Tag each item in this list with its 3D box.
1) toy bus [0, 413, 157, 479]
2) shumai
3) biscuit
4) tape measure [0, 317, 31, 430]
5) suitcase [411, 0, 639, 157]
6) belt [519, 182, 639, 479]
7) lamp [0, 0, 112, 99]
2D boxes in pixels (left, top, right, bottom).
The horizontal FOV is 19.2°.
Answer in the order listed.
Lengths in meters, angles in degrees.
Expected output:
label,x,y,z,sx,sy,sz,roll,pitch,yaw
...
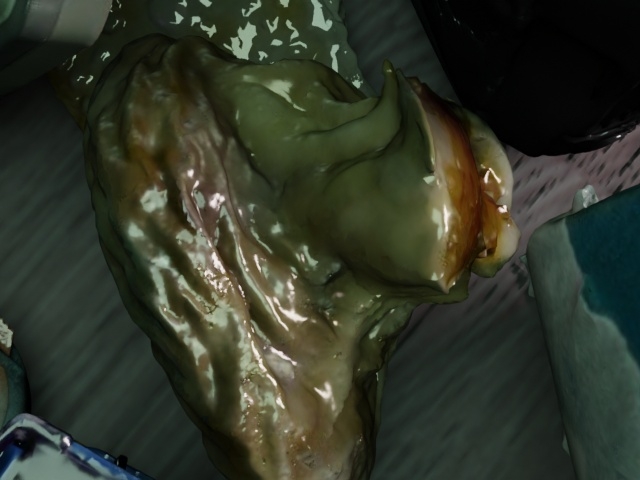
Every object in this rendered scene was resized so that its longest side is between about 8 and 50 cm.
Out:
label,x,y,z,sx,sy,sz,roll,pitch,yaw
toy bus,-0.017,0.192,0.723,0.287,0.175,0.138,28,80,6
shumai,0.000,0.000,0.718,0.153,0.161,0.209,-30,64,14
biscuit,-0.057,-0.102,0.829,0.141,0.038,0.290,-21,86,4
tape measure,-0.161,0.040,0.752,0.107,0.180,0.104,26,52,-1
suitcase,0.085,-0.221,0.687,0.188,0.339,0.345,-24,83,-5
belt,0.294,0.018,0.666,0.436,0.300,0.173,-11,82,11
lamp,-0.119,-0.189,0.733,0.047,0.269,0.267,5,84,-22
